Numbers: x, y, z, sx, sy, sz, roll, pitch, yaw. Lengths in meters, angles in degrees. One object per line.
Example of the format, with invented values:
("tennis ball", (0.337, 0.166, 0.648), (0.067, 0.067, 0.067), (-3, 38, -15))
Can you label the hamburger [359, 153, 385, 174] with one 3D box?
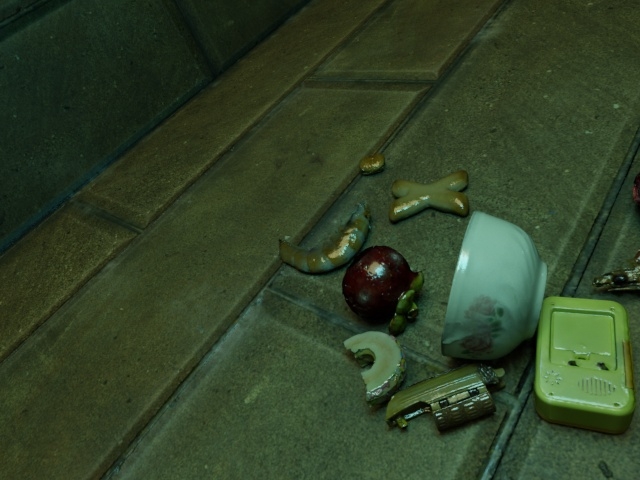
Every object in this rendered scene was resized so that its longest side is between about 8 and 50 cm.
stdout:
("hamburger", (0.159, -0.234, 1.380), (0.083, 0.044, 0.076), (-9, 45, 15))

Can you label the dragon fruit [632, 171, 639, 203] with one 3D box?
("dragon fruit", (0.734, -0.112, 0.876), (0.189, 0.163, 0.262), (25, 54, 27))

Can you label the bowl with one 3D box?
("bowl", (0.318, 0.093, 0.809), (0.145, 0.277, 0.277), (12, 53, 20))

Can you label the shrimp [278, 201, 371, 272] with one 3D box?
("shrimp", (0.013, 0.014, 1.200), (0.286, 0.068, 0.185), (-24, 36, 18))

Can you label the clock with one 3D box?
("clock", (0.437, 0.202, 0.751), (0.143, 0.096, 0.202), (3, 50, 27))

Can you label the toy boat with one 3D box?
("toy boat", (0.223, 0.286, 0.796), (0.225, 0.068, 0.088), (-23, 44, 5))

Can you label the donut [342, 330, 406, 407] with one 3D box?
("donut", (0.117, 0.243, 0.887), (0.108, 0.065, 0.166), (-25, 30, -1))

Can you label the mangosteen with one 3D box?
("mangosteen", (0.139, 0.102, 0.969), (0.180, 0.166, 0.166), (36, 67, 13))

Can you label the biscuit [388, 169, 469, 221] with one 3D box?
("biscuit", (0.287, -0.120, 1.195), (0.207, 0.047, 0.164), (-6, 46, 21))

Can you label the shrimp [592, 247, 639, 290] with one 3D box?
("shrimp", (0.652, 0.029, 0.842), (0.287, 0.063, 0.152), (-12, 41, 11))
